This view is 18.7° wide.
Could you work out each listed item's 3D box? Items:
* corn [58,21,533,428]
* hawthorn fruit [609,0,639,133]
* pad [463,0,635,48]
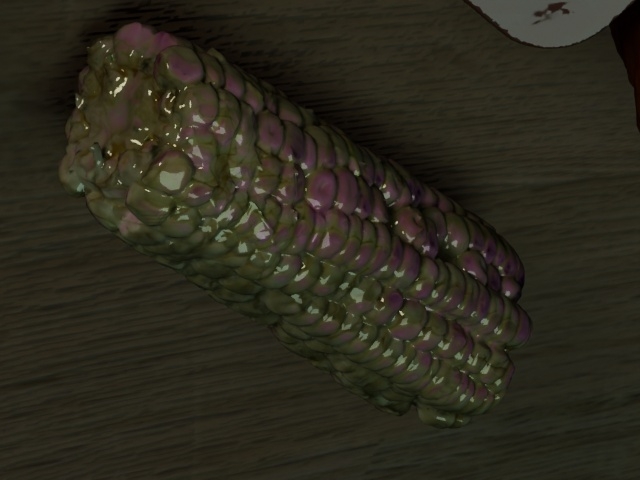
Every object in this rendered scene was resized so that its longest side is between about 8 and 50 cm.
[{"bbox_3d":[0.000,-0.002,0.987,0.126,0.127,0.335,-35,144,14],"label":"corn"},{"bbox_3d":[0.277,-0.106,0.896,0.299,0.275,0.275,-23,147,-1],"label":"hawthorn fruit"},{"bbox_3d":[0.062,-0.198,0.744,0.267,0.004,0.181,36,117,-24],"label":"pad"}]
